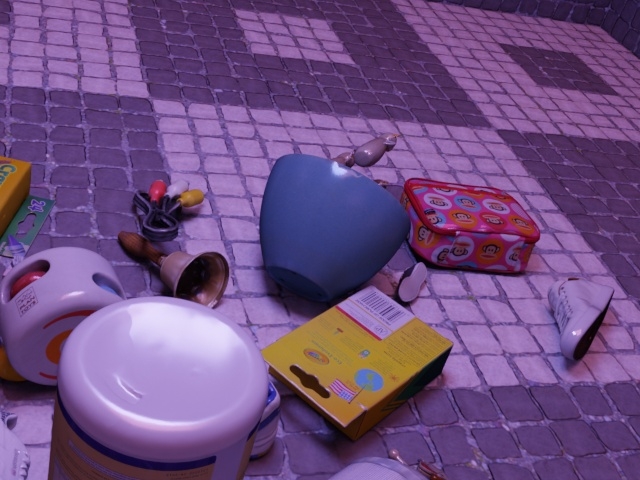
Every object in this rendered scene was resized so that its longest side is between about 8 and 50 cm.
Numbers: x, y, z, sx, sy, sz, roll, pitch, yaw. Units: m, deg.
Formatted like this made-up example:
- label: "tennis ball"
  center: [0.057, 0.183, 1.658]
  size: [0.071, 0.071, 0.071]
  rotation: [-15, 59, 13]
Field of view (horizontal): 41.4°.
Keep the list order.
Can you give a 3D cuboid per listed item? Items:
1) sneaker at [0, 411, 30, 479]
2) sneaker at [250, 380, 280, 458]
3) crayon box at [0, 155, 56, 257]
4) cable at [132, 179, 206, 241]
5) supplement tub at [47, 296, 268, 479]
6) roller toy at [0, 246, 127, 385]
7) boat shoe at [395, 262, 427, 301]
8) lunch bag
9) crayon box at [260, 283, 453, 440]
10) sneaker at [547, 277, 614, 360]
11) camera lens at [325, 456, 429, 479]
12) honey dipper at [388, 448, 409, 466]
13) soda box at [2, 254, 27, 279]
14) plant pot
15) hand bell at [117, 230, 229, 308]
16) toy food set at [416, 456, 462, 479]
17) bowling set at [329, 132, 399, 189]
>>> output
- label: "sneaker"
  center: [-0.422, 0.312, 1.108]
  size: [0.094, 0.090, 0.235]
  rotation: [4, 37, -36]
- label: "sneaker"
  center: [-0.203, 0.247, 1.247]
  size: [0.296, 0.131, 0.112]
  rotation: [1, 39, -19]
- label: "crayon box"
  center: [-0.675, -0.087, 1.559]
  size: [0.322, 0.083, 0.203]
  rotation: [13, 34, -6]
- label: "cable"
  center: [-0.313, -0.070, 1.644]
  size: [0.139, 0.072, 0.287]
  rotation: [12, 13, -1]
- label: "supplement tub"
  center: [-0.209, 0.261, 1.044]
  size: [0.241, 0.331, 0.241]
  rotation: [12, 34, -8]
- label: "roller toy"
  center: [-0.390, 0.121, 1.289]
  size: [0.209, 0.191, 0.146]
  rotation: [-6, 41, -30]
- label: "boat shoe"
  center: [0.177, 0.087, 1.716]
  size: [0.046, 0.038, 0.125]
  rotation: [56, 39, -16]
- label: "lunch bag"
  center: [0.321, -0.046, 1.905]
  size: [0.293, 0.120, 0.258]
  rotation: [6, 32, -18]
- label: "crayon box"
  center: [0.057, 0.210, 1.453]
  size: [0.202, 0.081, 0.318]
  rotation: [36, 38, 26]
- label: "sneaker"
  center: [0.506, 0.153, 1.721]
  size: [0.123, 0.106, 0.290]
  rotation: [23, 25, 20]
- label: "camera lens"
  center: [0.032, 0.411, 1.034]
  size: [0.219, 0.219, 0.274]
  rotation: [38, 39, 28]
- label: "honey dipper"
  center: [0.159, 0.380, 1.306]
  size: [0.030, 0.030, 0.160]
  rotation: [-16, 43, -39]
- label: "soda box"
  center: [-0.441, 0.085, 1.438]
  size: [0.183, 0.058, 0.063]
  rotation: [15, 34, -4]
- label: "plant pot"
  center: [0.000, 0.000, 1.595]
  size: [0.290, 0.290, 0.195]
  rotation: [23, 70, 9]
- label: "hand bell"
  center: [-0.295, 0.036, 1.557]
  size: [0.242, 0.126, 0.126]
  rotation: [25, 33, 35]
- label: "toy food set"
  center: [0.197, 0.374, 1.306]
  size: [0.122, 0.019, 0.078]
  rotation: [35, 8, 20]
- label: "bowling set"
  center: [0.059, -0.100, 1.853]
  size: [0.287, 0.200, 0.154]
  rotation: [-15, 13, 32]
